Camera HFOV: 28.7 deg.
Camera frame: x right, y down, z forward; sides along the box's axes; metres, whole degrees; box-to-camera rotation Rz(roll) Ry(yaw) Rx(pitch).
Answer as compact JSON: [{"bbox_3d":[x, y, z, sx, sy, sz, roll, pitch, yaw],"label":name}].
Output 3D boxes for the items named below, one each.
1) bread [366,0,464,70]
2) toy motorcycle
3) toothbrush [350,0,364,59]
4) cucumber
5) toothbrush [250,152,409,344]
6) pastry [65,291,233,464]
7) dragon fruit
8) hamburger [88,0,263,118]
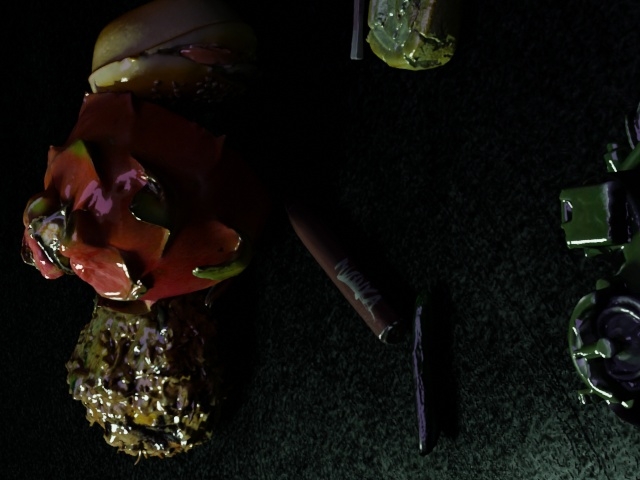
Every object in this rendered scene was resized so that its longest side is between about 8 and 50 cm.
[{"bbox_3d":[0.103,-0.264,1.357,0.117,0.064,0.156,17,107,51],"label":"bread"},{"bbox_3d":[0.269,0.010,1.029,0.127,0.205,0.275,-25,77,53],"label":"toy motorcycle"},{"bbox_3d":[0.045,-0.312,1.475,0.014,0.017,0.194,12,104,59],"label":"toothbrush"},{"bbox_3d":[0.116,0.147,1.387,0.036,0.033,0.184,167,100,-79],"label":"cucumber"},{"bbox_3d":[0.000,0.000,1.532,0.364,0.041,0.041,50,130,40],"label":"toothbrush"},{"bbox_3d":[-0.248,0.178,1.754,0.275,0.193,0.274,-1,89,54],"label":"pastry"},{"bbox_3d":[-0.230,-0.020,1.579,0.305,0.305,0.225,-10,45,54],"label":"dragon fruit"},{"bbox_3d":[-0.192,-0.230,1.631,0.237,0.237,0.147,-28,76,51],"label":"hamburger"}]
